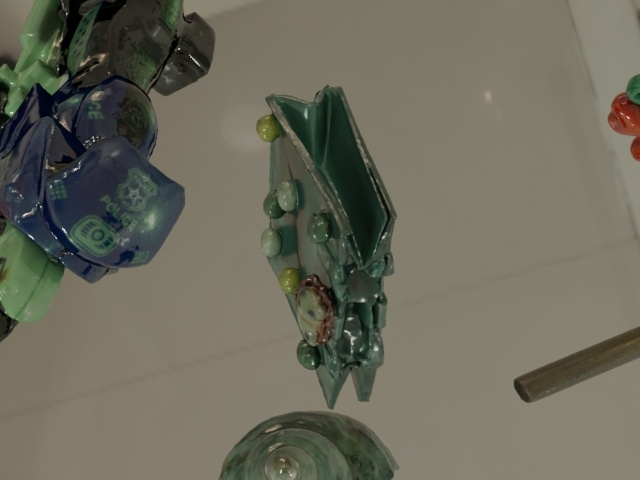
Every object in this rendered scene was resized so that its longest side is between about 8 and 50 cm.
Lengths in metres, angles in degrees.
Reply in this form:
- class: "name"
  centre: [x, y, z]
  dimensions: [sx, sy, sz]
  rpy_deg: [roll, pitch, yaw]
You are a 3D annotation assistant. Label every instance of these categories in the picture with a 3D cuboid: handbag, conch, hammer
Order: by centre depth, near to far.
- class: "handbag"
  centre: [-0.005, -0.001, 1.574]
  dimensions: [0.100, 0.274, 0.269]
  rpy_deg: [-6, 134, -12]
- class: "hammer"
  centre: [0.372, 0.100, 1.577]
  dimensions: [0.365, 0.111, 0.043]
  rpy_deg: [-20, 135, -18]
- class: "conch"
  centre: [-0.023, 0.304, 1.858]
  dimensions: [0.220, 0.195, 0.277]
  rpy_deg: [-3, 162, 14]

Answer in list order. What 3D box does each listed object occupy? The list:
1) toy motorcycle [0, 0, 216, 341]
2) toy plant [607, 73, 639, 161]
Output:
- class: "toy motorcycle"
  centre: [-0.164, -0.070, 1.005]
  dimensions: [0.196, 0.331, 0.125]
  rpy_deg: [-22, 130, 34]
- class: "toy plant"
  centre: [0.510, -0.118, 1.592]
  dimensions: [0.400, 0.279, 0.185]
  rpy_deg: [17, 99, -13]
